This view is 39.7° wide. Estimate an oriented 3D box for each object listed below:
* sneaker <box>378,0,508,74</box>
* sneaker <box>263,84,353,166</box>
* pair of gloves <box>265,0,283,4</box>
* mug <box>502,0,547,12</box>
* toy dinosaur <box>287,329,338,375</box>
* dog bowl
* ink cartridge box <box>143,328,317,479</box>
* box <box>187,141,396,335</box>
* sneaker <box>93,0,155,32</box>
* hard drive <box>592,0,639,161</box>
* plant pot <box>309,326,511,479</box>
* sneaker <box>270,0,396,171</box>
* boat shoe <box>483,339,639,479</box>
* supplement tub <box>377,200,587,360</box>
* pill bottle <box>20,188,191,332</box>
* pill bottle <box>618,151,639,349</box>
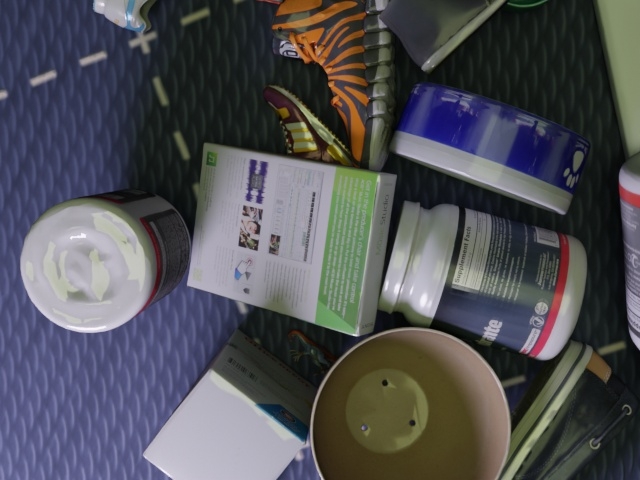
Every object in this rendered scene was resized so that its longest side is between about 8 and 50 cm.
[{"bbox_3d":[0.191,-0.346,1.218,0.222,0.083,0.118,-43,90,7],"label":"sneaker"},{"bbox_3d":[-0.035,-0.156,1.350,0.185,0.069,0.084,44,90,8],"label":"sneaker"},{"bbox_3d":[-0.103,-0.451,1.355,0.198,0.023,0.159,17,97,3],"label":"pair of gloves"},{"bbox_3d":[0.291,-0.413,1.294,0.130,0.097,0.157,1,96,4],"label":"mug"},{"bbox_3d":[-0.014,0.175,1.421,0.090,0.047,0.082,-21,85,-27],"label":"toy dinosaur"},{"bbox_3d":[0.236,-0.129,1.246,0.265,0.265,0.104,20,96,1],"label":"dog bowl"},{"bbox_3d":[-0.125,0.270,1.331,0.171,0.232,0.168,38,99,-1],"label":"ink cartridge box"},{"bbox_3d":[-0.051,-0.009,1.308,0.322,0.058,0.232,14,100,34],"label":"box"},{"bbox_3d":[-0.253,-0.427,1.342,0.092,0.087,0.228,30,104,-7],"label":"sneaker"},{"bbox_3d":[0.553,-0.245,1.321,0.233,0.047,0.352,-13,96,6],"label":"hard drive"},{"bbox_3d":[0.116,0.268,1.319,0.284,0.191,0.284,0,86,-7],"label":"plant pot"},{"bbox_3d":[0.019,-0.252,1.320,0.180,0.124,0.321,-1,78,10],"label":"sneaker"},{"bbox_3d":[0.305,0.391,1.343,0.156,0.187,0.500,34,92,6],"label":"boat shoe"},{"bbox_3d":[0.233,0.055,1.303,0.272,0.191,0.191,15,97,2],"label":"supplement tub"},{"bbox_3d":[-0.285,0.017,1.270,0.176,0.318,0.176,0,96,4],"label":"pill bottle"},{"bbox_3d":[0.541,0.055,1.252,0.210,0.210,0.362,-9,110,5],"label":"pill bottle"}]
